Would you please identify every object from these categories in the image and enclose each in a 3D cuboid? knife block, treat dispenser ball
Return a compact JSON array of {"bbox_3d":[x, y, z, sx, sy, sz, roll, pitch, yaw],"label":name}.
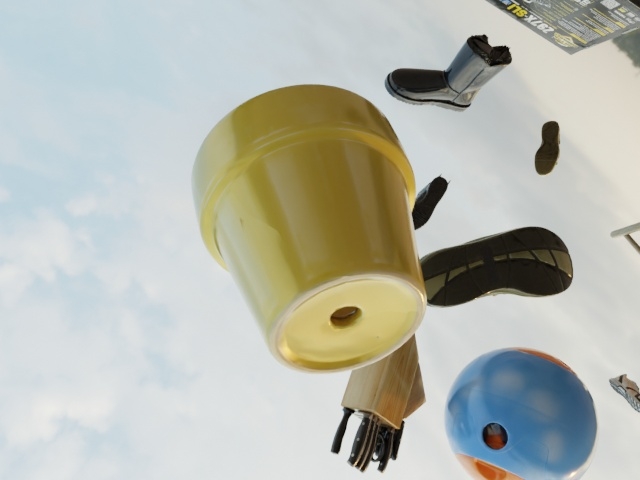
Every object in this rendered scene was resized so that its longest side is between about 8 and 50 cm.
[{"bbox_3d":[0.100,0.298,1.269,0.242,0.088,0.276,-20,-77,-47],"label":"knife block"},{"bbox_3d":[0.387,0.351,1.267,0.288,0.288,0.288,30,-148,-21],"label":"treat dispenser ball"}]

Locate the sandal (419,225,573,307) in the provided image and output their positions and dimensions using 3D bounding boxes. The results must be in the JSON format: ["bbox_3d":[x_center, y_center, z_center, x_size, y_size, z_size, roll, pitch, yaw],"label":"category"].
[{"bbox_3d":[0.285,0.044,1.091,0.302,0.086,0.120,-5,-95,-13],"label":"sandal"}]

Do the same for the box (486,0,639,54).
[{"bbox_3d":[0.485,-0.516,1.323,0.322,0.079,0.257,25,175,-15],"label":"box"}]

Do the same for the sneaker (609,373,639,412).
[{"bbox_3d":[0.676,0.328,1.407,0.109,0.043,0.040,58,173,52],"label":"sneaker"}]

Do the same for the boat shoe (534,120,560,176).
[{"bbox_3d":[0.549,-0.214,1.563,0.048,0.056,0.153,45,-129,-49],"label":"boat shoe"}]

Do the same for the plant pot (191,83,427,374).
[{"bbox_3d":[0.000,0.000,0.706,0.254,0.254,0.239,20,-145,-35],"label":"plant pot"}]

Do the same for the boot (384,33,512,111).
[{"bbox_3d":[0.300,-0.408,1.537,0.246,0.207,0.094,9,-120,-18],"label":"boot"}]

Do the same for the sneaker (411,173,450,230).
[{"bbox_3d":[0.223,-0.079,1.387,0.051,0.170,0.089,38,171,3],"label":"sneaker"}]

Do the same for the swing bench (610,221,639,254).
[{"bbox_3d":[0.827,-0.067,1.420,0.253,0.255,0.165,-27,-111,-24],"label":"swing bench"}]
